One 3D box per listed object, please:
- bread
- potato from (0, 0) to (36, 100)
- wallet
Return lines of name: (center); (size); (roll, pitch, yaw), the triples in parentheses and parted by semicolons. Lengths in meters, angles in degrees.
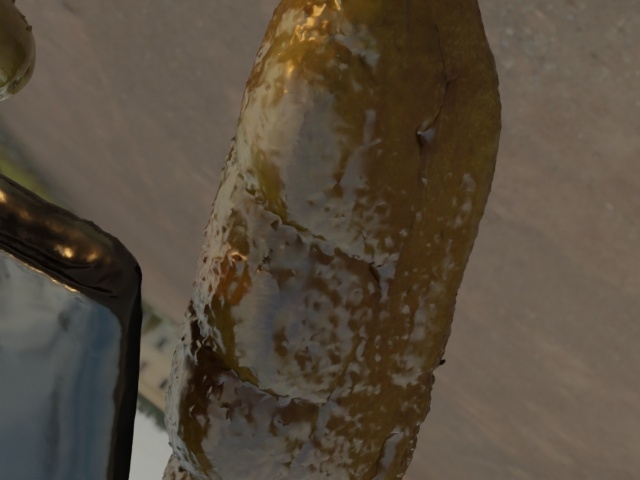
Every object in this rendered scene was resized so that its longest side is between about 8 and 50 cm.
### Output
bread: (0.001, 0.001, 0.535); (0.124, 0.344, 0.084); (-5, -151, -35)
potato: (-0.136, -0.084, 0.454); (0.083, 0.040, 0.051); (50, -169, 17)
wallet: (-0.170, 0.139, 0.567); (0.197, 0.378, 0.051); (23, -149, 25)
